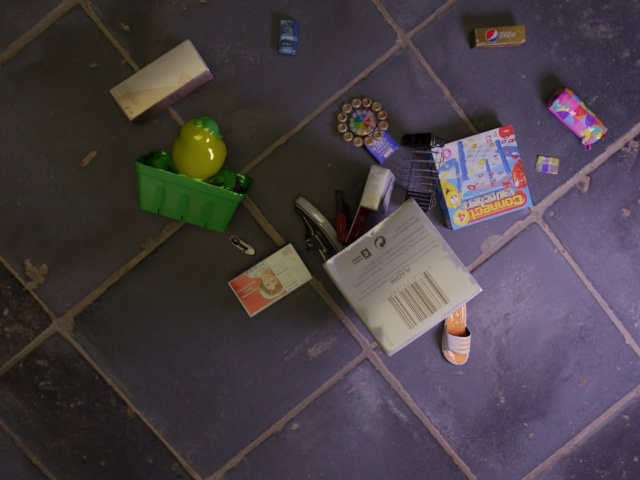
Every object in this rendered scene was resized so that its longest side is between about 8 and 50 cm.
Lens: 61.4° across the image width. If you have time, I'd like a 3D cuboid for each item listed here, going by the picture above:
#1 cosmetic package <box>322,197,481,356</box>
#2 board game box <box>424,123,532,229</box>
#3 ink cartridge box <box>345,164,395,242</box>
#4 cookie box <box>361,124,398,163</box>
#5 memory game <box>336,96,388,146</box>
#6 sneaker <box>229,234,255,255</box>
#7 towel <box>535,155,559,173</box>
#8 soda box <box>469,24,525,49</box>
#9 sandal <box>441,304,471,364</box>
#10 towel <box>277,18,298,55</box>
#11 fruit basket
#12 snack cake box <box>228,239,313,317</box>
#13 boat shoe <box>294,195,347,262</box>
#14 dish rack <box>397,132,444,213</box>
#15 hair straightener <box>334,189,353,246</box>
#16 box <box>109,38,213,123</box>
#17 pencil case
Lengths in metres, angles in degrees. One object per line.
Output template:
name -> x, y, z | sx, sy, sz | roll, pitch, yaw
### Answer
cosmetic package -> 0.247, 0.121, 1.672 | 0.329, 0.393, 0.327 | -37, 80, 3
board game box -> 0.567, -0.226, 1.938 | 0.308, 0.086, 0.302 | -18, 96, -2
ink cartridge box -> 0.176, -0.108, 1.816 | 0.066, 0.296, 0.261 | 18, 95, 11
cookie box -> 0.210, -0.342, 1.925 | 0.092, 0.040, 0.107 | -42, 96, 0
memory game -> 0.147, -0.419, 1.903 | 0.186, 0.012, 0.186 | -1, 81, 6
sneaker -> -0.280, 0.021, 1.924 | 0.109, 0.044, 0.040 | 33, 90, -8
towel -> 0.839, -0.280, 1.990 | 0.083, 0.009, 0.060 | 8, 95, -5
soda box -> 0.628, -0.721, 1.911 | 0.181, 0.058, 0.061 | -5, 95, -4
sandal -> 0.503, 0.335, 1.990 | 0.102, 0.076, 0.265 | -4, 95, -3
towel -> -0.111, -0.708, 1.876 | 0.067, 0.029, 0.119 | 5, 95, -5
fruit basket -> -0.403, -0.244, 1.768 | 0.392, 0.283, 0.392 | 0, 110, 0
snack cake box -> -0.177, 0.135, 1.919 | 0.264, 0.089, 0.152 | -32, 98, 0
boat shoe -> 0.000, 0.000, 1.901 | 0.119, 0.121, 0.335 | -39, 99, -4
dish rack -> 0.338, -0.230, 1.869 | 0.074, 0.208, 0.271 | 7, 96, -20
hair straightener -> 0.080, -0.080, 1.899 | 0.047, 0.089, 0.230 | -20, 58, 18
box -> -0.526, -0.526, 1.807 | 0.311, 0.148, 0.121 | -33, 97, 1
pencil case -> 0.921, -0.443, 1.939 | 0.236, 0.104, 0.104 | 43, 91, -5
